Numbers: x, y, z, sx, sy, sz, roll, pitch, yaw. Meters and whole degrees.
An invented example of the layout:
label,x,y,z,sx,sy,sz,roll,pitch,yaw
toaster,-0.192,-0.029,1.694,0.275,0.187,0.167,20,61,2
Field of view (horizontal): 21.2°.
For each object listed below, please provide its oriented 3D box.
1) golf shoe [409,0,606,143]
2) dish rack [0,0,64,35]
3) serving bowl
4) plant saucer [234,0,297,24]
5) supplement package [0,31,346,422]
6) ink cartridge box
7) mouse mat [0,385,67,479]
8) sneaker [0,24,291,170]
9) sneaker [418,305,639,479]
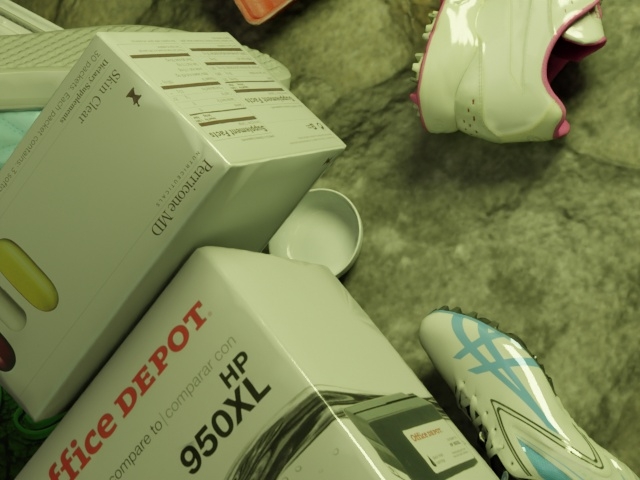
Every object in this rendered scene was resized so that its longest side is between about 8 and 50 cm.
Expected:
label,x,y,z,sx,sy,sz,roll,pitch,yaw
golf shoe,0.179,-0.218,1.379,0.140,0.115,0.306,18,87,18
dish rack,-0.369,-0.112,1.609,0.333,0.072,0.285,29,86,29
serving bowl,0.000,0.000,1.422,0.083,0.027,0.083,-8,70,23
plant saucer,-0.005,-0.347,1.532,0.259,0.048,0.258,-36,62,9
supplement package,-0.143,-0.016,1.319,0.145,0.204,0.262,44,112,14
ink cartridge box,-0.020,0.240,1.240,0.285,0.166,0.395,-50,59,18
mouse mat,-0.274,0.143,1.513,0.190,0.007,0.152,-8,70,21
sneaker,-0.209,-0.096,1.478,0.366,0.150,0.135,-1,27,-4
sneaker,0.144,0.141,1.269,0.086,0.085,0.237,-33,61,-16
